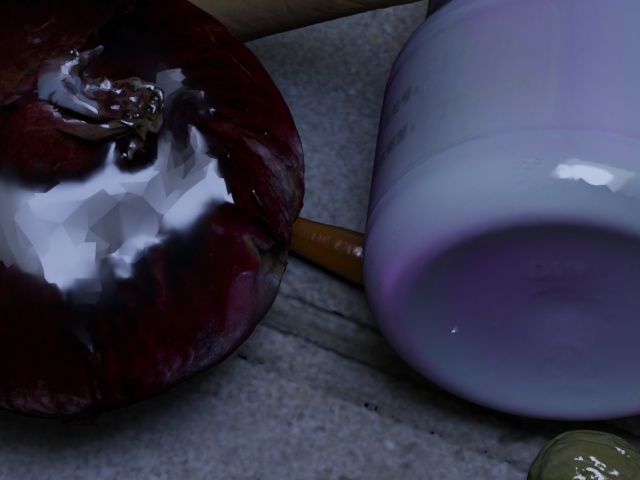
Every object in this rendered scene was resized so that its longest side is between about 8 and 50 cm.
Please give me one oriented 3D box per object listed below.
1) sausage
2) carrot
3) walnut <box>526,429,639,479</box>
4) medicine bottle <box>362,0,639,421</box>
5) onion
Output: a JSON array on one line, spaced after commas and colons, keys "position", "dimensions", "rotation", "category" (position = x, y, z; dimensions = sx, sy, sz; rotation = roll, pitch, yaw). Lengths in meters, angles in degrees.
[{"position": [-0.024, -0.167, 1.314], "dimensions": [0.301, 0.066, 0.066], "rotation": [-9, 51, 40], "category": "sausage"}, {"position": [0.000, 0.000, 1.352], "dimensions": [0.142, 0.035, 0.035], "rotation": [24, 61, 12], "category": "carrot"}, {"position": [0.175, 0.162, 1.254], "dimensions": [0.092, 0.092, 0.092], "rotation": [3, 61, -5], "category": "walnut"}, {"position": [0.167, -0.072, 1.285], "dimensions": [0.256, 0.256, 0.325], "rotation": [11, 51, -1], "category": "medicine bottle"}, {"position": [-0.163, -0.037, 1.235], "dimensions": [0.314, 0.232, 0.314], "rotation": [1, 68, -2], "category": "onion"}]
